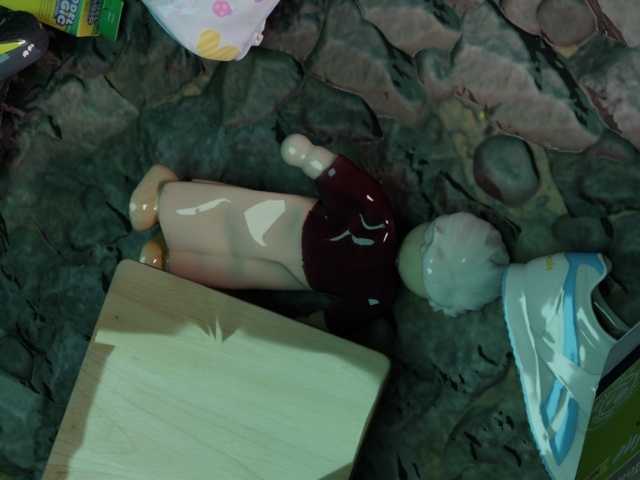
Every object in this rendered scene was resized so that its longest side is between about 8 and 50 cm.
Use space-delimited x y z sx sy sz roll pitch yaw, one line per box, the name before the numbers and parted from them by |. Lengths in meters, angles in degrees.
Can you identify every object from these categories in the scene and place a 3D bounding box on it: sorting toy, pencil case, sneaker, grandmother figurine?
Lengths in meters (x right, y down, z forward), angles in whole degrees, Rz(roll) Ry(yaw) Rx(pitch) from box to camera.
sorting toy | -0.091 0.178 1.225 0.257 0.089 0.255 20 91 13
pencil case | -0.039 -0.276 1.173 0.124 0.113 0.273 46 117 1
sneaker | -0.350 -0.122 1.367 0.300 0.111 0.121 -30 107 40
sneaker | 0.221 0.121 1.142 0.092 0.087 0.228 -14 97 23
grandmother figurine | 0.000 0.000 1.225 0.343 0.104 0.207 9 132 22

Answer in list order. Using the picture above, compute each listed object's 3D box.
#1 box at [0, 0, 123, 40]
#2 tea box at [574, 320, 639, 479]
box | -0.263 -0.265 1.326 0.179 0.043 0.105 23 110 19
tea box | 0.365 0.176 0.917 0.329 0.323 0.220 43 115 0
